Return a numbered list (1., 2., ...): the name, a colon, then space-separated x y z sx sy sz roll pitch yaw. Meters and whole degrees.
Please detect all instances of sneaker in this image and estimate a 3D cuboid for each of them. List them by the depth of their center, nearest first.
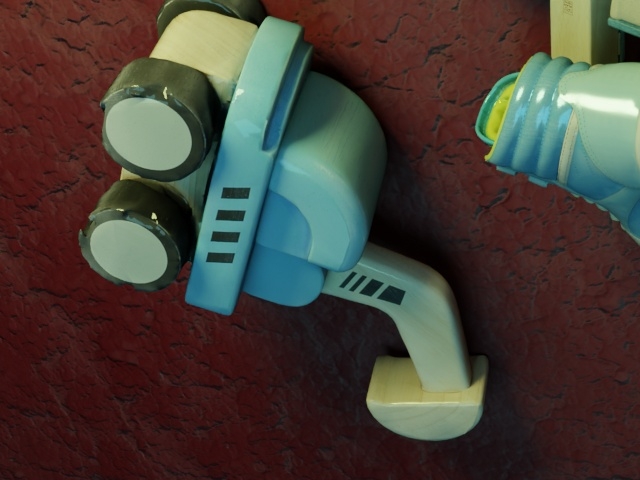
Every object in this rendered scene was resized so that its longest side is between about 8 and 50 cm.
1. sneaker: 0.255 -0.070 1.099 0.208 0.127 0.319 14 160 28

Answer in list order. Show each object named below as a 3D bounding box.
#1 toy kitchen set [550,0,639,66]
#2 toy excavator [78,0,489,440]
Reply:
1. toy kitchen set: 0.325 -0.201 1.051 0.207 0.166 0.122 37 143 48
2. toy excavator: 0.000 0.000 1.266 0.445 0.222 0.432 18 130 2
